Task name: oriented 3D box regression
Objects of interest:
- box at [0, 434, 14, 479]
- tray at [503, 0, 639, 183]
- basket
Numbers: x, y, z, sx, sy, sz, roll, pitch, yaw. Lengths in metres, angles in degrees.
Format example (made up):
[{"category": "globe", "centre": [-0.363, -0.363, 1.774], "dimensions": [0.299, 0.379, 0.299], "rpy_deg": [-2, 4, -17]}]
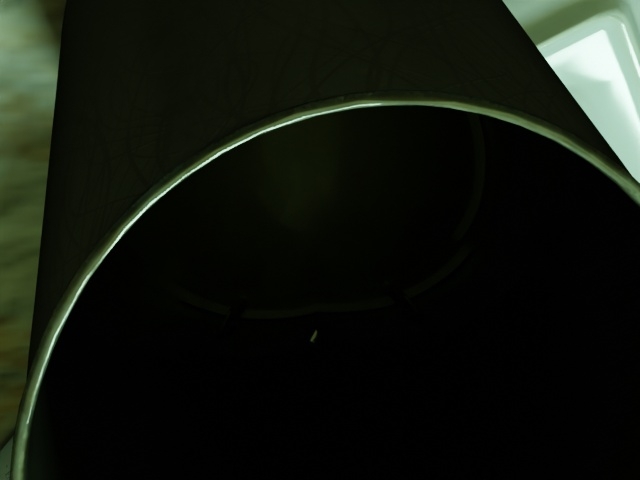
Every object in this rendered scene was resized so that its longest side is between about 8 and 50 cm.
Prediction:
[{"category": "box", "centre": [-0.057, 0.105, 0.672], "dimensions": [0.072, 0.126, 0.137], "rpy_deg": [21, 123, -36]}, {"category": "tray", "centre": [0.088, -0.002, 0.693], "dimensions": [0.145, 0.030, 0.270], "rpy_deg": [-27, 139, 5]}, {"category": "basket", "centre": [0.000, 0.000, 0.490], "dimensions": [0.154, 0.227, 0.204], "rpy_deg": [-9, 123, -3]}]
